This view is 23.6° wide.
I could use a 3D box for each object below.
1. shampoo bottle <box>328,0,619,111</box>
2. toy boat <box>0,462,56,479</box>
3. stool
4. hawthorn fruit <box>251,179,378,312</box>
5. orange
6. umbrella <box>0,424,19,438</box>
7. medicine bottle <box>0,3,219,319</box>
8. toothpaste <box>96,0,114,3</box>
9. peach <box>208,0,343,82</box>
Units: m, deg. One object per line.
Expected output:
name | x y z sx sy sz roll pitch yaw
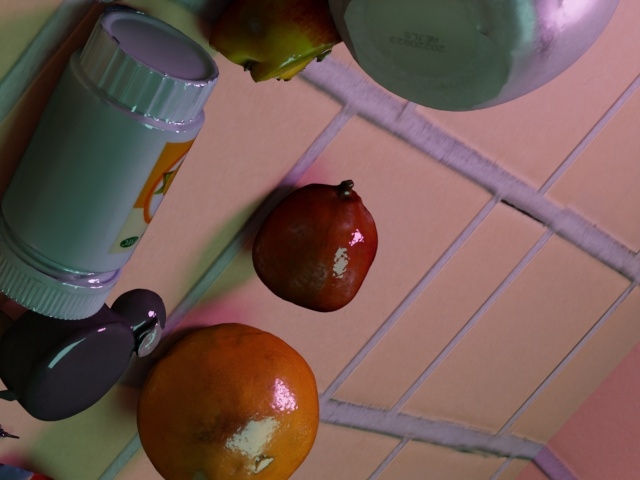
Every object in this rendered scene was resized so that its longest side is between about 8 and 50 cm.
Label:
shampoo bottle | 0.173 -0.313 1.703 0.317 0.322 0.322 -48 161 -43
toy boat | -0.401 0.426 2.212 0.136 0.079 0.392 -39 151 -15
stool | -0.304 0.120 1.860 0.228 0.139 0.153 -11 138 -49
hawthorn fruit | 0.000 0.000 2.092 0.169 0.169 0.188 -13 140 -45
orange | -0.129 0.244 2.167 0.261 0.261 0.261 -33 150 -22
umbrella | -0.435 0.244 1.980 0.149 0.022 0.022 30 66 -61
medicine bottle | -0.238 -0.083 1.652 0.158 0.158 0.318 -5 133 -51
toothpaste | -0.126 -0.291 1.642 0.248 0.047 0.078 -15 157 -41
peach | -0.048 -0.237 1.729 0.151 0.151 0.118 1 107 -54
